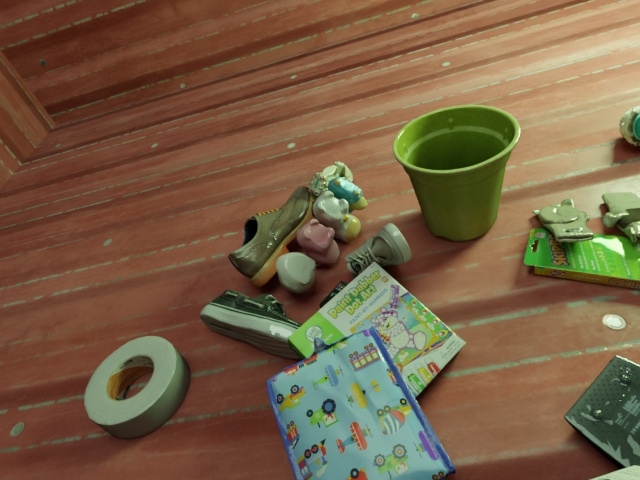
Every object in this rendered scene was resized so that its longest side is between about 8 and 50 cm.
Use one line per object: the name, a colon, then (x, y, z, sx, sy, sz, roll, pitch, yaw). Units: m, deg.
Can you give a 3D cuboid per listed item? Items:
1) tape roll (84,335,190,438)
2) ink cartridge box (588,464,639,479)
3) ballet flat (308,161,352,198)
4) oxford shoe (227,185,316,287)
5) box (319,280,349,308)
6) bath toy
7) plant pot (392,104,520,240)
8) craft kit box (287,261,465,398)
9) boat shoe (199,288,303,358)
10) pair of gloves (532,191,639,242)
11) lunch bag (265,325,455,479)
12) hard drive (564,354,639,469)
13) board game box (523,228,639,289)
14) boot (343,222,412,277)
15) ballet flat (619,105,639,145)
tape roll: (-0.413, 0.328, 1.011, 0.219, 0.072, 0.219, -11, 41, 10)
ink cartridge box: (0.358, 0.350, 0.486, 0.273, 0.198, 0.114, -4, 74, -20)
ballet flat: (0.044, -0.192, 1.333, 0.091, 0.077, 0.241, 23, 31, 14)
oxford shoe: (-0.122, -0.048, 1.224, 0.130, 0.133, 0.363, -34, 22, 46)
box: (0.049, 0.147, 1.026, 0.052, 0.062, 0.083, 22, 55, 40)
bath toy: (0.000, 0.000, 1.163, 0.151, 0.129, 0.348, 36, 60, -5)
plant pot: (0.333, -0.146, 1.084, 0.276, 0.253, 0.276, -12, 40, 10)
craft kit box: (0.108, 0.204, 0.877, 0.250, 0.061, 0.247, -40, 65, -21)
boat shoe: (-0.140, 0.174, 1.028, 0.335, 0.121, 0.119, 11, 54, 34)
pair of gloves: (0.623, -0.047, 0.997, 0.240, 0.042, 0.204, -6, 26, 10)
lunch bag: (0.047, 0.290, 0.740, 0.221, 0.138, 0.293, -29, 58, 0)
hard drive: (0.527, 0.305, 0.662, 0.172, 0.054, 0.255, -38, 44, -18)
board game box: (0.581, 0.036, 0.949, 0.260, 0.039, 0.124, 10, 47, 27)
boot: (0.121, 0.040, 1.008, 0.123, 0.258, 0.095, -31, 80, -4)
ballet flat: (0.980, -0.329, 1.123, 0.409, 0.147, 0.147, -4, 43, 17)
